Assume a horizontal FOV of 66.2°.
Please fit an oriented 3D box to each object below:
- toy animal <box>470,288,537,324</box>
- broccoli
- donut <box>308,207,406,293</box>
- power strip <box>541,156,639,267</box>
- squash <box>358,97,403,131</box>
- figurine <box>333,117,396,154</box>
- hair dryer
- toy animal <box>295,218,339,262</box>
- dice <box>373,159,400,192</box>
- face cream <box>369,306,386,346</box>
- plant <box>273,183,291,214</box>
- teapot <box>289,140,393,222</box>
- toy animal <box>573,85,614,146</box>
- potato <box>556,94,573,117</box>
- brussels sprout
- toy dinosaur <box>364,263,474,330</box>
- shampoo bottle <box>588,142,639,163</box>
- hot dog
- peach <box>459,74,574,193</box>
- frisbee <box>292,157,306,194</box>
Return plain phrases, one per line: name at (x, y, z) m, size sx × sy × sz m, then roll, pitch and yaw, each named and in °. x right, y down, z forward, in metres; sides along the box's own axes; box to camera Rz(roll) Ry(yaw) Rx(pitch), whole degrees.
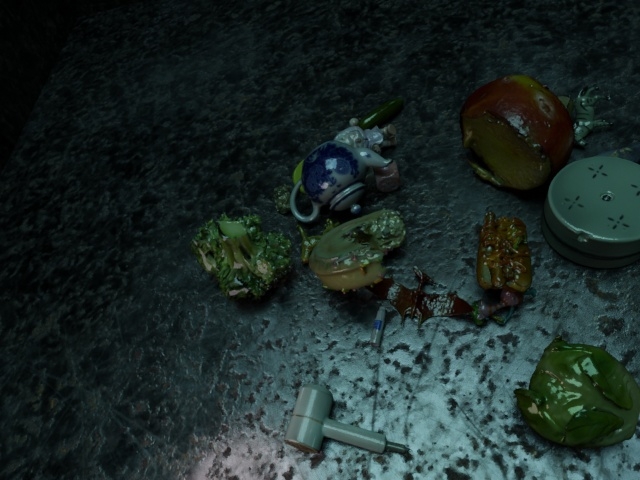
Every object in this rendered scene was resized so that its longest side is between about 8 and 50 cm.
toy animal at (0.559, 0.194, 1.500) m, size 0.208 × 0.100 × 0.103 m, roll -30°, pitch 93°, yaw -8°
broccoli at (-0.272, 0.047, 1.732) m, size 0.277 × 0.317 × 0.339 m, roll -32°, pitch 92°, yaw -21°
donut at (0.116, 0.040, 1.611) m, size 0.307 × 0.150 × 0.371 m, roll -15°, pitch 19°, yaw 29°
power strip at (0.891, -0.097, 1.544) m, size 0.357 × 0.161 × 0.358 m, roll -7°, pitch 54°, yaw 10°
squash at (0.251, -0.531, 2.081) m, size 0.258 × 0.069 × 0.069 m, roll -36°, pitch 55°, yaw -9°
figurine at (0.170, -0.391, 1.970) m, size 0.275 × 0.133 × 0.201 m, roll -13°, pitch 89°, yaw 1°
hair dryer at (0.089, 0.542, 1.402) m, size 0.356 × 0.108 × 0.173 m, roll 12°, pitch 61°, yaw 13°
toy animal at (0.000, 0.000, 1.805) m, size 0.181 × 0.073 × 0.136 m, roll -13°, pitch 61°, yaw -8°
dice at (0.253, -0.245, 1.873) m, size 0.094 × 0.091 × 0.093 m, roll -12°, pitch 54°, yaw 9°
face cream at (0.187, 0.274, 1.576) m, size 0.034 × 0.034 × 0.130 m, roll 7°, pitch 59°, yaw 21°
plant at (-0.129, -0.168, 1.957) m, size 0.121 × 0.104 × 0.117 m, roll -16°, pitch 87°, yaw -28°
teapot at (0.066, -0.214, 1.819) m, size 0.423 × 0.252 × 0.280 m, roll -34°, pitch 82°, yaw 15°
toy animal at (0.965, -0.452, 1.791) m, size 0.175 × 0.073 × 0.217 m, roll -10°, pitch 92°, yaw -5°
potato at (0.884, -0.452, 1.850) m, size 0.100 × 0.089 × 0.172 m, roll 24°, pitch 95°, yaw 47°
brussels sprout at (0.654, 0.392, 1.249) m, size 0.294 × 0.227 × 0.260 m, roll 15°, pitch 77°, yaw 16°
toy dinosaur at (0.313, 0.181, 1.556) m, size 0.206 × 0.113 × 0.327 m, roll -45°, pitch 60°, yaw -10°
shampoo bottle at (1.025, -0.278, 1.694) m, size 0.233 × 0.049 × 0.087 m, roll -20°, pitch 56°, yaw 2°
hot dog at (0.572, 0.026, 1.527) m, size 0.158 × 0.117 × 0.349 m, roll 3°, pitch 37°, yaw 20°
peach at (0.672, -0.363, 1.678) m, size 0.352 × 0.339 × 0.417 m, roll -11°, pitch 57°, yaw 14°
frisbee at (-0.003, -0.278, 2.016) m, size 0.235 × 0.017 × 0.236 m, roll -8°, pitch 56°, yaw 11°
